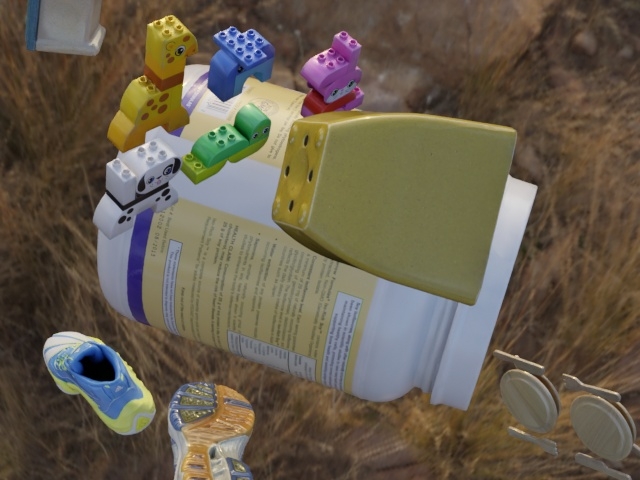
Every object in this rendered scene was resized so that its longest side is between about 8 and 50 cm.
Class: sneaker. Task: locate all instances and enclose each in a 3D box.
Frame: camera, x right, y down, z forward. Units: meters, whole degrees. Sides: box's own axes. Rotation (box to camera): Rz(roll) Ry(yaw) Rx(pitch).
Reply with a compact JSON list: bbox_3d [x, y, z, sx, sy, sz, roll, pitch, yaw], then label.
[{"bbox_3d":[-0.146,0.287,1.383,0.112,0.131,0.296,13,22,-8],"label":"sneaker"},{"bbox_3d":[-0.318,0.165,1.553,0.240,0.126,0.091,28,59,38],"label":"sneaker"}]

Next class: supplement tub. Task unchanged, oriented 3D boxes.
[{"bbox_3d":[0.000,0.000,0.987,0.331,0.241,0.241,18,66,9],"label":"supplement tub"}]

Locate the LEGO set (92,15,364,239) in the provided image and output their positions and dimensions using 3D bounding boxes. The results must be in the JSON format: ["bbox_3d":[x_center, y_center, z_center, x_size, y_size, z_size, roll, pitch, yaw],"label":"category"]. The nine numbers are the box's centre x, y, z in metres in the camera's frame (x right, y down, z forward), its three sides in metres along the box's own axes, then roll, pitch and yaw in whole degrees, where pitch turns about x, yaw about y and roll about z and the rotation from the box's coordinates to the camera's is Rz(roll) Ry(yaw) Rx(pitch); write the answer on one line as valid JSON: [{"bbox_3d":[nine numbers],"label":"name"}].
[{"bbox_3d":[-0.072,-0.105,0.759,0.227,0.093,0.087,-32,64,-31],"label":"LEGO set"}]

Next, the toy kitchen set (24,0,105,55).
[{"bbox_3d":[-0.238,-0.293,1.028,0.122,0.166,0.207,11,38,-7],"label":"toy kitchen set"}]

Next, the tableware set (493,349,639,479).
[{"bbox_3d":[0.298,0.201,1.346,0.039,0.128,0.194,-30,29,-32],"label":"tableware set"}]

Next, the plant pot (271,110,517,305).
[{"bbox_3d":[0.026,-0.022,0.515,0.083,0.081,0.081,12,93,-22],"label":"plant pot"}]
